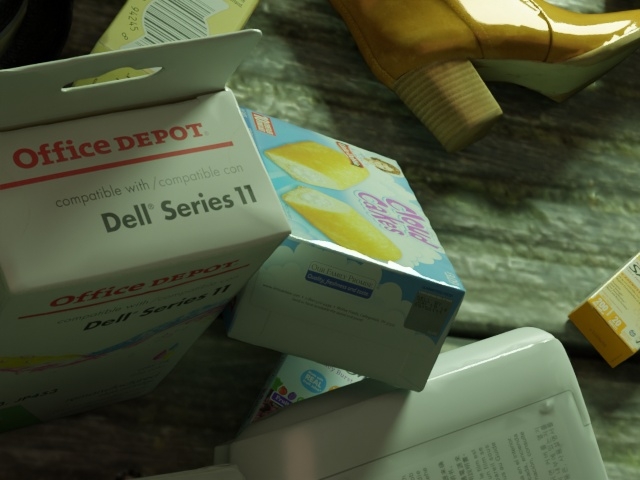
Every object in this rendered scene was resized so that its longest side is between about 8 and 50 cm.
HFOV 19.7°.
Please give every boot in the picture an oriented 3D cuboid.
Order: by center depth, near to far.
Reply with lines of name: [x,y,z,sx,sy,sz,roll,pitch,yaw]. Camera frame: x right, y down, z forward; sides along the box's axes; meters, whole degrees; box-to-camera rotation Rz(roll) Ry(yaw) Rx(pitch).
boot: [0.158,-0.218,1.658,0.295,0.104,0.211,-27,78,-30]

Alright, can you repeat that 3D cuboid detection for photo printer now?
photo printer: [0.073,0.222,1.347,0.308,0.107,0.256,-16,88,-32]

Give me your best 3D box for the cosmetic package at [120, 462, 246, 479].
cosmetic package: [-0.122,0.357,1.173,0.217,0.156,0.385,-5,65,-30]

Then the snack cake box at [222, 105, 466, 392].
snack cake box: [0.000,0.000,1.385,0.152,0.089,0.264,16,19,-16]

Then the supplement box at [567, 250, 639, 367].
supplement box: [0.270,0.057,1.603,0.062,0.036,0.098,49,54,4]

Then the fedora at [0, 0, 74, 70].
fedora: [-0.333,-0.238,1.398,0.334,0.152,0.334,11,60,-20]

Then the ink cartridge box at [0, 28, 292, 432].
ink cartridge box: [-0.161,0.010,1.221,0.207,0.353,0.119,-13,70,-31]

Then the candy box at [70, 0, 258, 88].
candy box: [-0.099,-0.191,1.468,0.087,0.183,0.316,34,54,-7]

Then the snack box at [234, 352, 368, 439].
snack box: [0.009,0.122,1.438,0.100,0.037,0.141,35,56,-7]
